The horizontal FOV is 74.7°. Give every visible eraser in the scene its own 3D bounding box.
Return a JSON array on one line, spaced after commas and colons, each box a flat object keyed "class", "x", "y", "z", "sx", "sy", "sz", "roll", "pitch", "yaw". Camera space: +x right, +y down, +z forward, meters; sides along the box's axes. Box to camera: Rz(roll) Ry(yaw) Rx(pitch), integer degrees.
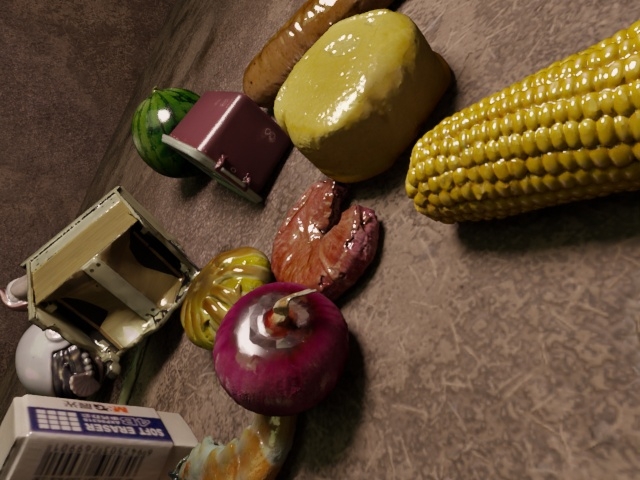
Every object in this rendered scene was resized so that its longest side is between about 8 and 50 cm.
[{"class": "eraser", "x": -0.350, "y": 0.327, "z": 0.678, "sx": 0.124, "sy": 0.279, "sz": 0.081, "roll": 15, "pitch": 81, "yaw": 52}]

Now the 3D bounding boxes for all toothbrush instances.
[{"class": "toothbrush", "x": -0.462, "y": 0.352, "z": 1.001, "sx": 0.028, "sy": 0.026, "sz": 0.293, "roll": -35, "pitch": 41, "yaw": 57}]

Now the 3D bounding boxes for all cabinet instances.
[{"class": "cabinet", "x": -0.451, "y": 0.077, "z": 0.937, "sx": 0.290, "sy": 0.227, "sz": 0.318, "roll": -44, "pitch": 37, "yaw": -14}]

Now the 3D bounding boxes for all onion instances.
[{"class": "onion", "x": -0.051, "y": 0.135, "z": 0.543, "sx": 0.178, "sy": 0.153, "sz": 0.177, "roll": -13, "pitch": 57, "yaw": 21}]

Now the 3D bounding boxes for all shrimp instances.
[{"class": "shrimp", "x": -0.106, "y": 0.262, "z": 0.611, "sx": 0.185, "sy": 0.068, "sz": 0.286, "roll": 8, "pitch": 72, "yaw": 49}]

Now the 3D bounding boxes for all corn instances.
[{"class": "corn", "x": 0.251, "y": -0.107, "z": 0.370, "sx": 0.388, "sy": 0.144, "sz": 0.143, "roll": -11, "pitch": 59, "yaw": 44}]

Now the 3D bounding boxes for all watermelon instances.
[{"class": "watermelon", "x": -0.391, "y": -0.292, "z": 1.146, "sx": 0.243, "sy": 0.243, "sz": 0.242, "roll": -28, "pitch": 49, "yaw": 37}]

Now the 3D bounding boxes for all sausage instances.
[{"class": "sausage", "x": 0.007, "y": -0.446, "z": 0.882, "sx": 0.501, "sy": 0.123, "sz": 0.136, "roll": -31, "pitch": 18, "yaw": 34}]

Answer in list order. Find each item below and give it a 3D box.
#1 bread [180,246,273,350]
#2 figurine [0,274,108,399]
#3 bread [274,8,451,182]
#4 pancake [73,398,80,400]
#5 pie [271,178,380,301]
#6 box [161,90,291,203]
[{"class": "bread", "x": -0.174, "y": 0.097, "z": 0.755, "sx": 0.213, "sy": 0.105, "sz": 0.213, "roll": -39, "pitch": 32, "yaw": 31}, {"class": "figurine", "x": -0.689, "y": 0.250, "z": 1.104, "sx": 0.211, "sy": 0.253, "sz": 0.360, "roll": -27, "pitch": 85, "yaw": -4}, {"class": "bread", "x": 0.060, "y": -0.224, "z": 0.657, "sx": 0.270, "sy": 0.148, "sz": 0.269, "roll": -21, "pitch": 52, "yaw": 30}, {"class": "pancake", "x": -0.739, "y": 0.367, "z": 1.282, "sx": 0.245, "sy": 0.057, "sz": 0.265, "roll": 14, "pitch": 76, "yaw": 51}, {"class": "pie", "x": 0.000, "y": 0.000, "z": 0.663, "sx": 0.204, "sy": 0.054, "sz": 0.219, "roll": -58, "pitch": 37, "yaw": 4}, {"class": "box", "x": -0.210, "y": -0.221, "z": 0.939, "sx": 0.167, "sy": 0.193, "sz": 0.294, "roll": -57, "pitch": 37, "yaw": -3}]
